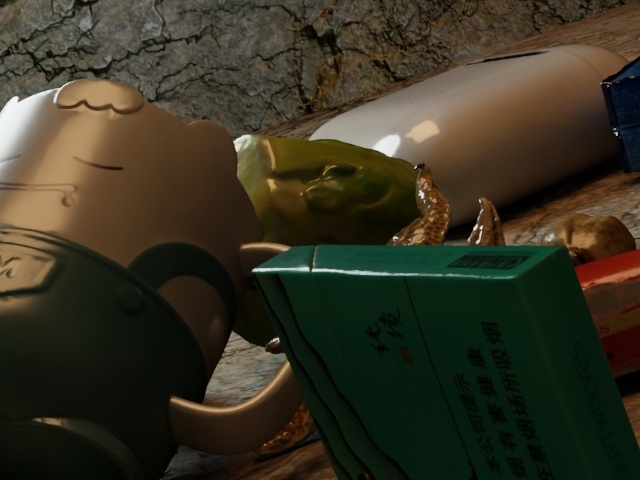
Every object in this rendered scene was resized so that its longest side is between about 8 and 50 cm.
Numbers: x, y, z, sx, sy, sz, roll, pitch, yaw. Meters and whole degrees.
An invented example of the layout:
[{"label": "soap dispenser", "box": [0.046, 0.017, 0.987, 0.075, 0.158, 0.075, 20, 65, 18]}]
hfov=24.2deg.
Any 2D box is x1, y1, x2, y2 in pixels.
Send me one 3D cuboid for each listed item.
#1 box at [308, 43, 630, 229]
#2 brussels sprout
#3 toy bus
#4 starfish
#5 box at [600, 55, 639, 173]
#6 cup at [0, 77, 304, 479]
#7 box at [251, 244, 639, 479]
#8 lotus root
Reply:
[{"label": "box", "box": [0.163, -0.112, 1.641, 0.349, 0.141, 0.288, -23, 11, -28]}, {"label": "brussels sprout", "box": [0.000, 0.000, 1.211, 0.223, 0.161, 0.223, -7, -19, -2]}, {"label": "toy bus", "box": [0.172, 0.055, 0.946, 0.174, 0.077, 0.079, -16, 10, 4]}, {"label": "starfish", "box": [0.032, 0.058, 1.036, 0.235, 0.062, 0.277, -29, 31, 36]}, {"label": "box", "box": [0.464, -0.171, 1.524, 0.261, 0.116, 0.279, -9, 13, 35]}, {"label": "cup", "box": [-0.141, 0.055, 1.011, 0.289, 0.219, 0.258, 9, 47, 12]}, {"label": "box", "box": [0.064, 0.080, 0.765, 0.042, 0.161, 0.226, -29, 16, -30]}, {"label": "lotus root", "box": [0.207, 0.012, 1.153, 0.072, 0.063, 0.152, 16, 17, 20]}]
